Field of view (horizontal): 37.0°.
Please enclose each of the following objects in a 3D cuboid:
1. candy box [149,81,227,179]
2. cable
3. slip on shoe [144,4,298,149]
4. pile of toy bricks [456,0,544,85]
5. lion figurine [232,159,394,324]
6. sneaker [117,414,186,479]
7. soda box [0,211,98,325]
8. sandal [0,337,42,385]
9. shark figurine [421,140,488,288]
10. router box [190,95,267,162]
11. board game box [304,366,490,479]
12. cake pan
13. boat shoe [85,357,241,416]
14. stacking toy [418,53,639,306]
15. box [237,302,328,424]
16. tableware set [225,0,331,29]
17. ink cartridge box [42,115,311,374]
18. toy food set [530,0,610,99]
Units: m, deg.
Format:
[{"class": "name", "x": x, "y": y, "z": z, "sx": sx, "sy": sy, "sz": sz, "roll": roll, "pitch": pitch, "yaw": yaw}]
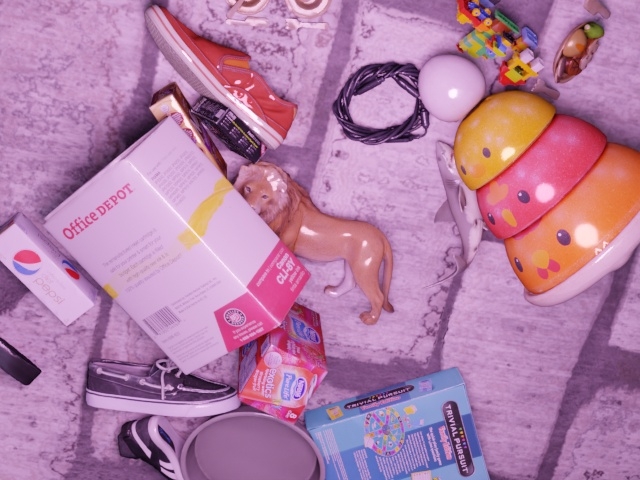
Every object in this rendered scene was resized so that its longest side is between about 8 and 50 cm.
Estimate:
[{"class": "candy box", "x": -0.234, "y": -0.184, "z": 1.714, "sx": 0.053, "sy": 0.109, "sz": 0.186, "roll": -30, "pitch": 112, "yaw": 6}, {"class": "cable", "x": 0.114, "y": -0.252, "z": 1.758, "sx": 0.185, "sy": 0.047, "sz": 0.150, "roll": 0, "pitch": 111, "yaw": -5}, {"class": "slip on shoe", "x": -0.173, "y": -0.299, "z": 1.682, "sx": 0.331, "sy": 0.123, "sz": 0.101, "roll": 40, "pitch": 83, "yaw": -19}, {"class": "pile of toy bricks", "x": 0.295, "y": -0.365, "z": 1.717, "sx": 0.212, "sy": 0.118, "sz": 0.105, "roll": 30, "pitch": 134, "yaw": -32}, {"class": "lion figurine", "x": 0.000, "y": 0.000, "z": 1.803, "sx": 0.392, "sy": 0.142, "sz": 0.240, "roll": 15, "pitch": 111, "yaw": -18}, {"class": "sneaker", "x": -0.340, "y": 0.441, "z": 1.972, "sx": 0.121, "sy": 0.079, "sz": 0.217, "roll": -10, "pitch": 124, "yaw": 20}, {"class": "soda box", "x": -0.520, "y": 0.054, "z": 1.797, "sx": 0.074, "sy": 0.069, "sz": 0.216, "roll": -37, "pitch": 110, "yaw": 8}, {"class": "sandal", "x": -0.682, "y": 0.097, "z": 1.771, "sx": 0.446, "sy": 0.167, "sz": 0.107, "roll": 46, "pitch": 75, "yaw": -27}, {"class": "shark figurine", "x": 0.254, "y": -0.031, "z": 1.816, "sx": 0.116, "sy": 0.278, "sz": 0.166, "roll": -18, "pitch": 152, "yaw": 41}, {"class": "router box", "x": -0.162, "y": -0.197, "z": 1.700, "sx": 0.038, "sy": 0.092, "sz": 0.122, "roll": -52, "pitch": 132, "yaw": -8}, {"class": "board game box", "x": 0.162, "y": 0.434, "z": 2.011, "sx": 0.336, "sy": 0.079, "sz": 0.253, "roll": -17, "pitch": 111, "yaw": 0}, {"class": "cake pan", "x": -0.135, "y": 0.447, "z": 1.936, "sx": 0.293, "sy": 0.054, "sz": 0.293, "roll": 2, "pitch": 120, "yaw": 3}, {"class": "boat shoe", "x": -0.309, "y": 0.279, "z": 1.888, "sx": 0.306, "sy": 0.113, "sz": 0.105, "roll": 4, "pitch": 99, "yaw": 7}, {"class": "stacking toy", "x": 0.356, "y": -0.147, "z": 1.729, "sx": 0.480, "sy": 0.350, "sz": 0.350, "roll": 43, "pitch": 102, "yaw": -1}, {"class": "box", "x": -0.075, "y": 0.213, "z": 1.805, "sx": 0.123, "sy": 0.257, "sz": 0.128, "roll": 28, "pitch": 106, "yaw": -13}, {"class": "tableware set", "x": -0.073, "y": -0.432, "z": 1.672, "sx": 0.194, "sy": 0.039, "sz": 0.128, "roll": 1, "pitch": 111, "yaw": -6}, {"class": "ink cartridge box", "x": -0.252, "y": 0.014, "z": 1.683, "sx": 0.279, "sy": 0.160, "sz": 0.384, "roll": -29, "pitch": 108, "yaw": 40}, {"class": "toy food set", "x": 0.468, "y": -0.337, "z": 1.731, "sx": 0.132, "sy": 0.038, "sz": 0.192, "roll": 5, "pitch": 119, "yaw": -54}]
